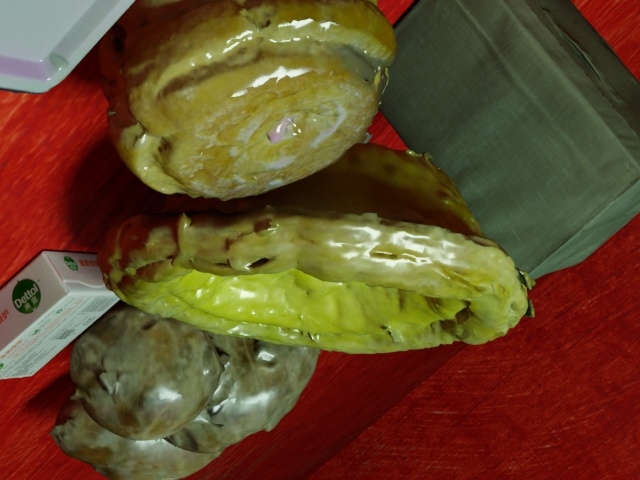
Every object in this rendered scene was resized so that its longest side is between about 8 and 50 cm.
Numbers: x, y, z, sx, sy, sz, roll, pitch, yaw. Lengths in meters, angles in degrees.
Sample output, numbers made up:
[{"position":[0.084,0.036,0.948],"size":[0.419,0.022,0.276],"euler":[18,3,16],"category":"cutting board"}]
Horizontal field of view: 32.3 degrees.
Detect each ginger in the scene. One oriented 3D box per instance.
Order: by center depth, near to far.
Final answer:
[{"position":[-0.150,0.148,1.115],"size":[0.256,0.176,0.375],"euler":[-18,164,-28],"category":"ginger"}]

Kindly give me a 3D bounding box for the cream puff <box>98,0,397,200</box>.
[{"position":[-0.042,-0.110,0.651],"size":[0.189,0.129,0.189],"euler":[-21,163,-7],"category":"cream puff"}]

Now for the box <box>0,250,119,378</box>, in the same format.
[{"position":[-0.234,0.063,0.912],"size":[0.125,0.043,0.089],"euler":[-39,164,14],"category":"box"}]

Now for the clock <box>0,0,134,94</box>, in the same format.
[{"position":[-0.150,-0.139,0.461],"size":[0.150,0.063,0.197],"euler":[-42,163,22],"category":"clock"}]

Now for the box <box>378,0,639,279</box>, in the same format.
[{"position":[0.173,-0.105,0.920],"size":[0.155,0.231,0.149],"euler":[-47,161,32],"category":"box"}]

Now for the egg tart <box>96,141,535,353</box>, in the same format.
[{"position":[0.000,0.000,0.846],"size":[0.345,0.132,0.345],"euler":[7,167,2],"category":"egg tart"}]
